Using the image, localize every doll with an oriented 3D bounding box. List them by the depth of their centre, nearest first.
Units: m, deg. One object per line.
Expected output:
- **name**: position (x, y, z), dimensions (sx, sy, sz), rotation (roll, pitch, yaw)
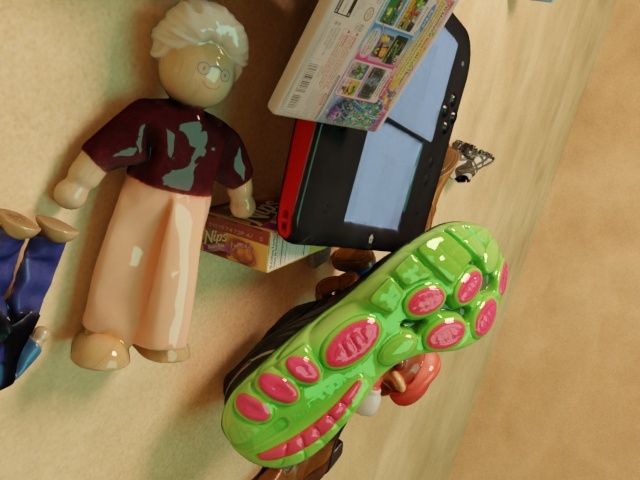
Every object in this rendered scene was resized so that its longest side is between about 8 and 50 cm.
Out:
- **doll**: position (-0.265, 0.069, 0.485), dimensions (0.129, 0.046, 0.189), rotation (11, 103, -64)

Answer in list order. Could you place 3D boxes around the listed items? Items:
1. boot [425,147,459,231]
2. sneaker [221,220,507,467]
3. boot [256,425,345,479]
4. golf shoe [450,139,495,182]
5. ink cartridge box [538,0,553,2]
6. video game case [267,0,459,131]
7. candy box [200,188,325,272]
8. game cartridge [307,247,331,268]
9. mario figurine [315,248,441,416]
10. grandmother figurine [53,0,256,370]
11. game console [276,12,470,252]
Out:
- **boot**: position (0.225, -0.086, 1.264), dimensions (0.197, 0.073, 0.152), rotation (-47, 145, -18)
- **sneaker**: position (0.060, 0.110, 0.856), dimensions (0.482, 0.202, 0.185), rotation (-28, 108, -18)
- **boot**: position (-0.077, 0.374, 1.018), dimensions (0.280, 0.096, 0.264), rotation (-35, 144, -38)
- **golf shoe**: position (0.346, -0.182, 1.433), dimensions (0.198, 0.077, 0.094), rotation (-2, 120, -54)
- **ink cartridge box**: position (0.492, -0.641, 1.360), dimensions (0.061, 0.104, 0.181), rotation (-47, 145, -38)
- **video game case**: position (0.041, -0.176, 0.563), dimensions (0.143, 0.019, 0.157), rotation (-1, 133, -43)
- **candy box**: position (-0.052, -0.019, 0.751), dimensions (0.186, 0.109, 0.053), rotation (-20, 122, -56)
- **game cartridge**: position (0.000, 0.000, 0.961), dimensions (0.056, 0.017, 0.083), rotation (-32, 133, -56)
- **mario figurine**: position (0.081, 0.171, 1.066), dimensions (0.198, 0.170, 0.321), rotation (-36, 117, -14)
- **grandmother figurine**: position (-0.139, -0.052, 0.579), dimensions (0.207, 0.104, 0.343), rotation (-1, 109, -55)
- **game console**: position (0.092, -0.153, 0.778), dimensions (0.386, 0.060, 0.342), rotation (6, 95, -60)
